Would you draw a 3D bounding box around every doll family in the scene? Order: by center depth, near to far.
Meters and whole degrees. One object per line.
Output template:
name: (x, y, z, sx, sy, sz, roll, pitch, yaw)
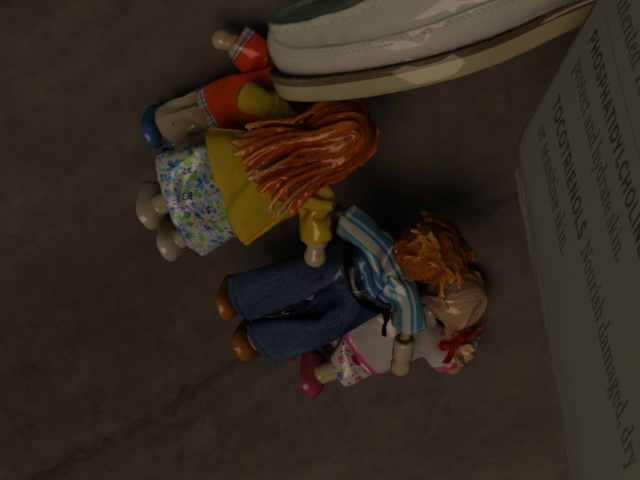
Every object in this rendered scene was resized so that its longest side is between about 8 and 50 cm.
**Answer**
doll family: (0.000, 0.000, 1.078, 0.163, 0.118, 0.263, -23, 109, 30)

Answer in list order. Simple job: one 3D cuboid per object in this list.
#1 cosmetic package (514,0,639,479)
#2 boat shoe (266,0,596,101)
cosmetic package: (0.319, -0.044, 0.758, 0.329, 0.327, 0.394, 17, 126, -14)
boat shoe: (0.103, -0.158, 0.959, 0.302, 0.113, 0.103, -16, 112, 16)
